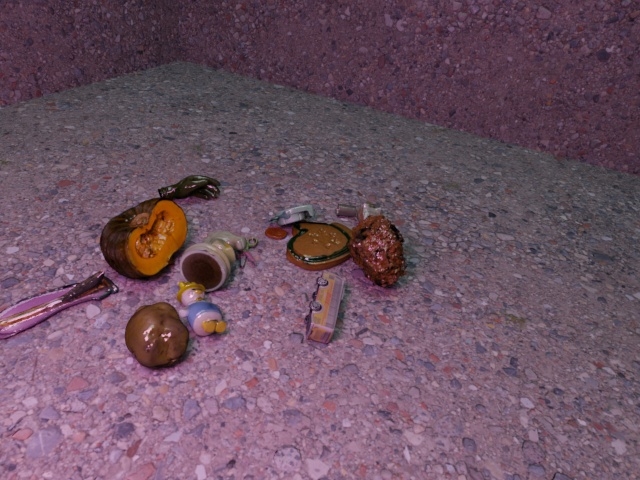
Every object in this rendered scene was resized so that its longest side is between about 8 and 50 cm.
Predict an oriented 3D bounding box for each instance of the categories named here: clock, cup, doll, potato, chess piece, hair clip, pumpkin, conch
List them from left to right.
[{"bbox_3d":[-0.823,0.188,1.301,0.359,0.095,0.110,-27,83,-28],"label":"hair clip"},{"bbox_3d":[-0.629,0.007,1.494,0.232,0.242,0.325,-10,33,26],"label":"pumpkin"},{"bbox_3d":[-0.467,0.266,1.200,0.155,0.137,0.200,10,27,-46],"label":"potato"},{"bbox_3d":[-0.381,0.210,1.324,0.135,0.098,0.241,-20,46,-26],"label":"doll"},{"bbox_3d":[-0.372,0.042,1.525,0.176,0.175,0.298,10,26,2],"label":"chess piece"},{"bbox_3d":[-0.126,-0.104,1.790,0.189,0.060,0.148,-15,4,-14],"label":"clock"},{"bbox_3d":[0.117,-0.135,1.951,0.083,0.075,0.054,6,72,-8],"label":"cup"},{"bbox_3d":[0.220,-0.108,1.840,0.114,0.137,0.234,-10,25,-1],"label":"conch"}]

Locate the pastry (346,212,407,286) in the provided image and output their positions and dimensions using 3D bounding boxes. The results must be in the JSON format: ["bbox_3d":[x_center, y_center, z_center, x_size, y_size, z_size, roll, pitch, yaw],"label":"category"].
[{"bbox_3d":[0.198,0.041,1.553,0.193,0.274,0.275,-14,40,-15],"label":"pastry"}]

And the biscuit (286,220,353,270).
[{"bbox_3d":[0.000,-0.002,1.726,0.344,0.057,0.287,-22,46,-36],"label":"biscuit"}]

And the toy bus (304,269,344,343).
[{"bbox_3d":[0.015,0.214,1.407,0.106,0.092,0.268,19,36,-1],"label":"toy bus"}]

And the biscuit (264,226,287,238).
[{"bbox_3d":[-0.185,-0.032,1.765,0.091,0.015,0.078,16,35,9],"label":"biscuit"}]

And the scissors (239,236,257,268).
[{"bbox_3d":[-0.295,0.045,1.633,0.134,0.020,0.187,-9,37,-17],"label":"scissors"}]

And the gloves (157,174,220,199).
[{"bbox_3d":[-0.581,-0.231,1.882,0.268,0.135,0.107,-9,80,-20],"label":"gloves"}]
